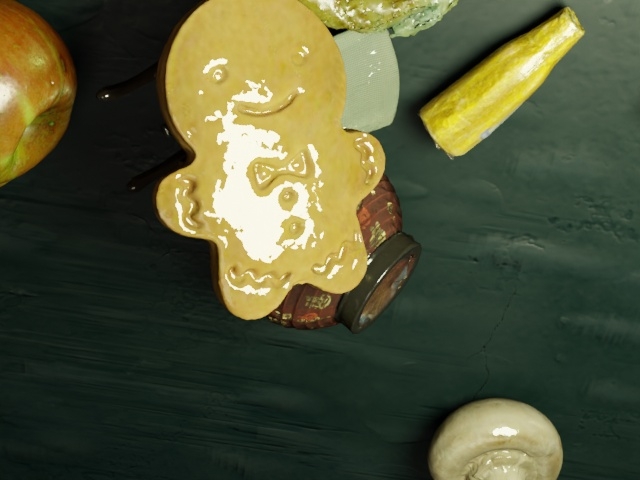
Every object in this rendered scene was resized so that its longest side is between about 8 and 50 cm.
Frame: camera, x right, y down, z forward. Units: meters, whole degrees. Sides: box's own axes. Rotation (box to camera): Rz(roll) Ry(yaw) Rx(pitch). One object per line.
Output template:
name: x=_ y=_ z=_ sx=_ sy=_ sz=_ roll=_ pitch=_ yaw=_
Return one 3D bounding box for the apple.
apple: x=-0.425 y=-0.186 z=1.260 sx=0.226 sy=0.246 sz=0.246 roll=37 pitch=123 yaw=2

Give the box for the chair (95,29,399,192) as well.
chair: x=-0.080 y=-0.166 z=1.281 sx=0.186 sy=0.319 sz=0.160 roll=26 pitch=139 yaw=43

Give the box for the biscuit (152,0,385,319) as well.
biscuit: x=-0.055 y=-0.097 z=1.151 sx=0.275 sy=0.052 sz=0.355 roll=-12 pitch=100 yaw=-24

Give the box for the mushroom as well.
mushroom: x=0.255 y=0.346 z=1.591 sx=0.206 sy=0.209 sz=0.206 roll=20 pitch=145 yaw=15

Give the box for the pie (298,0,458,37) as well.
pie: x=0.049 y=-0.371 z=1.132 sx=0.355 sy=0.103 sz=0.288 roll=18 pitch=129 yaw=-8

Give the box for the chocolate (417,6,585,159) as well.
chocolate: x=0.220 y=-0.193 z=1.264 sx=0.086 sy=0.085 sz=0.219 roll=38 pitch=119 yaw=-21

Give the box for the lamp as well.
lamp: x=0.000 y=0.000 z=1.338 sx=0.247 sy=0.247 sz=0.247 roll=2 pitch=126 yaw=3
